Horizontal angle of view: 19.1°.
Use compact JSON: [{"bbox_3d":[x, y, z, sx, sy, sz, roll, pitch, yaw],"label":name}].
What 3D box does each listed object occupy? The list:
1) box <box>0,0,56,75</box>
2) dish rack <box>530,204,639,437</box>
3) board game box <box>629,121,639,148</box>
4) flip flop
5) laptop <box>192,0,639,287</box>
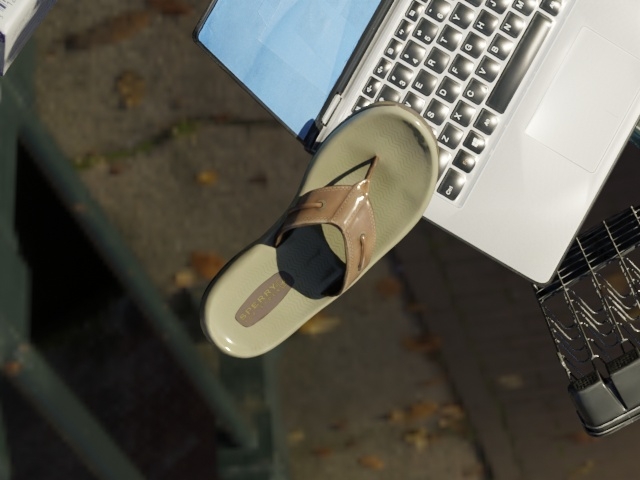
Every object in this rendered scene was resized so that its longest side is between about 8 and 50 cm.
[{"bbox_3d":[-0.223,-0.203,1.387,0.072,0.126,0.137,35,167,-4],"label":"box"},{"bbox_3d":[0.348,0.074,2.153,0.208,0.271,0.074,-30,124,11],"label":"dish rack"},{"bbox_3d":[0.352,-0.129,1.886,0.186,0.126,0.026,36,145,-6],"label":"board game box"},{"bbox_3d":[0.000,0.000,1.653,0.112,0.080,0.277,43,100,-12],"label":"flip flop"},{"bbox_3d":[0.144,-0.219,1.634,0.408,0.382,0.236,30,175,-8],"label":"laptop"}]
